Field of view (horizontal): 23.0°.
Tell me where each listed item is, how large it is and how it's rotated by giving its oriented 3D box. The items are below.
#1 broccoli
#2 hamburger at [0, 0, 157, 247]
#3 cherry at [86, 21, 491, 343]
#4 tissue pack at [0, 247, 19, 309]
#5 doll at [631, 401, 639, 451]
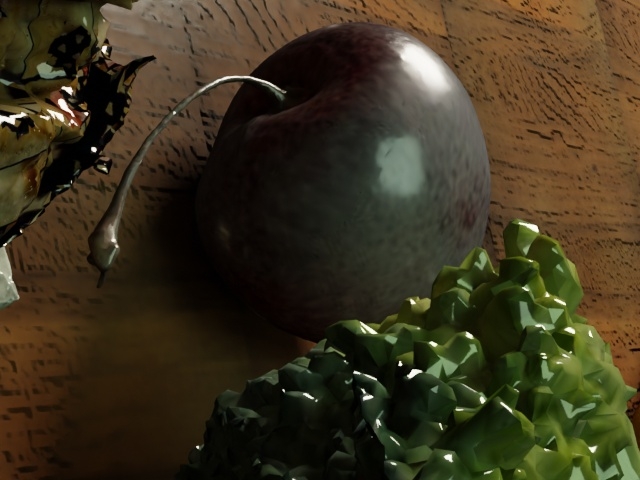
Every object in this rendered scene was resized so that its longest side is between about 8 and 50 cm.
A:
[{"bbox_3d":[0.120,0.140,0.454,0.353,0.397,0.275,29,50,-40],"label":"broccoli"},{"bbox_3d":[-0.135,-0.096,0.367,0.231,0.107,0.231,18,35,-13],"label":"hamburger"},{"bbox_3d":[-0.001,0.005,0.611,0.148,0.115,0.188,97,14,-49],"label":"cherry"},{"bbox_3d":[-0.129,0.013,0.405,0.062,0.083,0.042,-13,87,-59],"label":"tissue pack"},{"bbox_3d":[0.269,0.106,0.933,0.166,0.162,0.270,37,42,1],"label":"doll"}]
